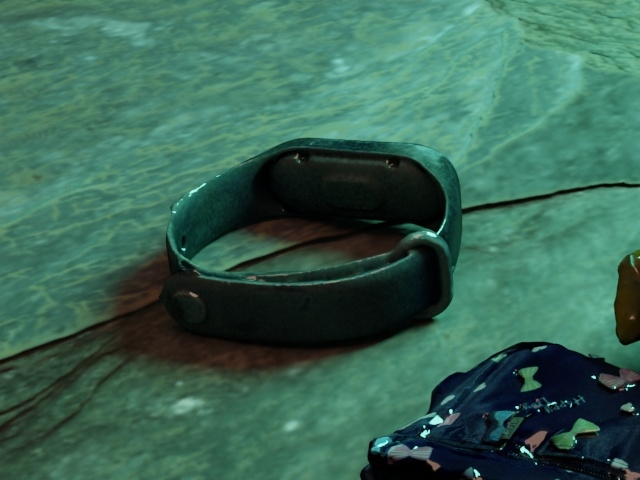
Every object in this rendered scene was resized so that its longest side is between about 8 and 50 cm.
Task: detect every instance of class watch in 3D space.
[{"bbox_3d":[0.000,0.000,1.360,0.206,0.068,0.193,8,38,24],"label":"watch"}]

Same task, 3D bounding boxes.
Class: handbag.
[{"bbox_3d":[0.148,0.146,1.070,0.260,0.113,0.162,19,33,34],"label":"handbag"}]

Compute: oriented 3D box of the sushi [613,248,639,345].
[{"bbox_3d":[0.327,-0.023,1.128,0.285,0.329,0.328,-2,37,-8],"label":"sushi"}]
